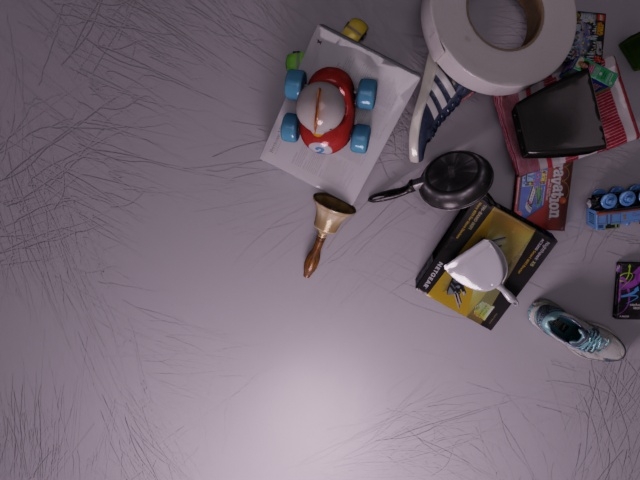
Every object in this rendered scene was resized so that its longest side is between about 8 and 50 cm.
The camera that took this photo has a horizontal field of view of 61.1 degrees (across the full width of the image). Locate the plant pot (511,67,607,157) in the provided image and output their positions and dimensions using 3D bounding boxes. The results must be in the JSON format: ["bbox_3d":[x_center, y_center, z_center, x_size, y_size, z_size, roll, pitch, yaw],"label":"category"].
[{"bbox_3d":[0.568,-0.288,1.324,0.167,0.188,0.187,-13,91,16],"label":"plant pot"}]

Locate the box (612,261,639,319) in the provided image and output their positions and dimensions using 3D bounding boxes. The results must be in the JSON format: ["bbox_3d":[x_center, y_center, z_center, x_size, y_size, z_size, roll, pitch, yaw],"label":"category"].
[{"bbox_3d":[0.879,0.140,1.500,0.116,0.029,0.161,0,100,4],"label":"box"}]

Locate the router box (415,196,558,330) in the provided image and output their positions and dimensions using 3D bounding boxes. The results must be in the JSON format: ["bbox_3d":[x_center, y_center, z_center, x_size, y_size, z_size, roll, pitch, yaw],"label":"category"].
[{"bbox_3d":[0.439,0.057,1.469,0.243,0.081,0.308,28,111,-1],"label":"router box"}]

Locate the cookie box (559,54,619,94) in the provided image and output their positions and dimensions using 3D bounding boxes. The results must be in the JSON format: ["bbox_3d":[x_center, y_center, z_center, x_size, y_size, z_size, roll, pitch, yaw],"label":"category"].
[{"bbox_3d":[0.667,-0.411,1.350,0.107,0.092,0.040,27,95,2],"label":"cookie box"}]

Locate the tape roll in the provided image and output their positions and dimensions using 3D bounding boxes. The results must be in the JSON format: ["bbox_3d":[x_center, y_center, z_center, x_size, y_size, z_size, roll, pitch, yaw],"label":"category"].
[{"bbox_3d":[0.439,-0.554,1.338,0.393,0.072,0.391,1,87,-11],"label":"tape roll"}]

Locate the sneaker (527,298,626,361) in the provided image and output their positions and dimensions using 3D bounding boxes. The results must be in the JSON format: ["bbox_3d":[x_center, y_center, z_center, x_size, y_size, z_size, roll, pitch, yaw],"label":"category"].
[{"bbox_3d":[0.711,0.268,1.486,0.283,0.122,0.110,25,101,0],"label":"sneaker"}]

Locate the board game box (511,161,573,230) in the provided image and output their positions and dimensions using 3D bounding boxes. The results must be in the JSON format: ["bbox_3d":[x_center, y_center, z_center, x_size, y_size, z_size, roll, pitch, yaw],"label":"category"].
[{"bbox_3d":[0.605,-0.169,1.472,0.145,0.027,0.280,3,99,3],"label":"board game box"}]

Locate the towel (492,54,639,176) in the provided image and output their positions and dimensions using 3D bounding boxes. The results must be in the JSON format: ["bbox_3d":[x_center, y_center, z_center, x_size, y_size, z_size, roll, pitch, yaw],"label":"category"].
[{"bbox_3d":[0.641,-0.326,1.417,0.329,0.037,0.236,-17,90,4],"label":"towel"}]

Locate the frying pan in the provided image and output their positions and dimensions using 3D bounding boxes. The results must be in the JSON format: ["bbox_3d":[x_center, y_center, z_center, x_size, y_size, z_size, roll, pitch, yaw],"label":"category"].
[{"bbox_3d":[0.298,-0.175,1.458,0.327,0.053,0.197,11,62,32],"label":"frying pan"}]

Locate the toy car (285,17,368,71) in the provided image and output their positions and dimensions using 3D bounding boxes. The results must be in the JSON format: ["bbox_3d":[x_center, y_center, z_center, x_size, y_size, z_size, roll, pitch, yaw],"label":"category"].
[{"bbox_3d":[0.016,-0.475,1.454,0.225,0.053,0.238,1,99,4],"label":"toy car"}]

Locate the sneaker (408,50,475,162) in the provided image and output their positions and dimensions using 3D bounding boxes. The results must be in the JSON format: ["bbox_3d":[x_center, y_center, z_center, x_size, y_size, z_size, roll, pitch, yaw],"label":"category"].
[{"bbox_3d":[0.326,-0.365,1.408,0.148,0.131,0.349,14,100,6],"label":"sneaker"}]

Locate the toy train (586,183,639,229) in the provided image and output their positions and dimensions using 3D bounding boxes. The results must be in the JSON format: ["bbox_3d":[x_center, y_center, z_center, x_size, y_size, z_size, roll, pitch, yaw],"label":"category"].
[{"bbox_3d":[0.805,-0.088,1.447,0.184,0.080,0.105,-7,108,3],"label":"toy train"}]

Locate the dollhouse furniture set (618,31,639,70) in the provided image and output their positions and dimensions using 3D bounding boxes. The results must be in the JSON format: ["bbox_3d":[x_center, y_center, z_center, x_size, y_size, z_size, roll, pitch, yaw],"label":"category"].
[{"bbox_3d":[0.931,-0.434,1.340,0.198,0.151,0.301,-34,95,9],"label":"dollhouse furniture set"}]

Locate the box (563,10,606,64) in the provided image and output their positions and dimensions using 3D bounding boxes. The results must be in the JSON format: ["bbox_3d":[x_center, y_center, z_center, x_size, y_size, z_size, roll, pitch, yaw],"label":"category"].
[{"bbox_3d":[0.675,-0.518,1.390,0.094,0.027,0.136,8,82,4],"label":"box"}]

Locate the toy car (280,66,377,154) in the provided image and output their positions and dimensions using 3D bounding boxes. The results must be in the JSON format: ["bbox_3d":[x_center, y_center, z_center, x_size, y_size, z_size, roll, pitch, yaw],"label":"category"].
[{"bbox_3d":[0.003,-0.290,1.260,0.220,0.238,0.210,11,112,8],"label":"toy car"}]

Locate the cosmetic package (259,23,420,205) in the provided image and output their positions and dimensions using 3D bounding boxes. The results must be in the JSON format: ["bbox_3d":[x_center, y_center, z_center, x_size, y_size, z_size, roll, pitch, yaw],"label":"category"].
[{"bbox_3d":[0.046,-0.322,1.418,0.285,0.097,0.377,27,113,-2],"label":"cosmetic package"}]

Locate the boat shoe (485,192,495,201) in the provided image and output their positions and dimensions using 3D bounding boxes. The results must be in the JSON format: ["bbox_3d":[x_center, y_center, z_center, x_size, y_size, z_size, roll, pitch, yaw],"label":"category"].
[{"bbox_3d":[0.419,-0.133,1.483,0.152,0.056,0.049,44,114,-4],"label":"boat shoe"}]

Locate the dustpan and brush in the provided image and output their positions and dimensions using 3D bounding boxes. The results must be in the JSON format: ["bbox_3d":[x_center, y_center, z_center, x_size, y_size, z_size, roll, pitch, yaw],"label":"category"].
[{"bbox_3d":[0.446,0.101,1.415,0.147,0.060,0.211,-40,92,31],"label":"dustpan and brush"}]

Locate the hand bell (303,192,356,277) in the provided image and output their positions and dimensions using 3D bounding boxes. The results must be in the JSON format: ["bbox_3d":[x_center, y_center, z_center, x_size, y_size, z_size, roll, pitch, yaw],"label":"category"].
[{"bbox_3d":[0.000,0.000,1.524,0.126,0.126,0.241,21,113,1],"label":"hand bell"}]
